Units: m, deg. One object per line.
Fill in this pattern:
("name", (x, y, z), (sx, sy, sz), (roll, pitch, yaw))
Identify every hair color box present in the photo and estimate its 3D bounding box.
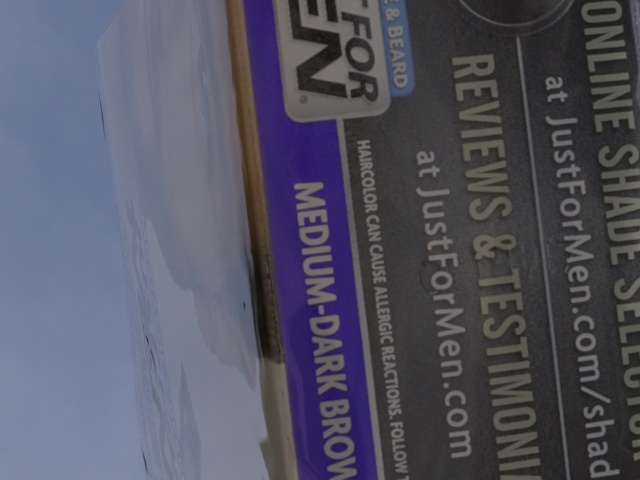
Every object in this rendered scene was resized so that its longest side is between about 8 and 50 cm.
("hair color box", (0.000, 0.000, 0.560), (0.339, 0.110, 0.185), (172, -89, -76))
